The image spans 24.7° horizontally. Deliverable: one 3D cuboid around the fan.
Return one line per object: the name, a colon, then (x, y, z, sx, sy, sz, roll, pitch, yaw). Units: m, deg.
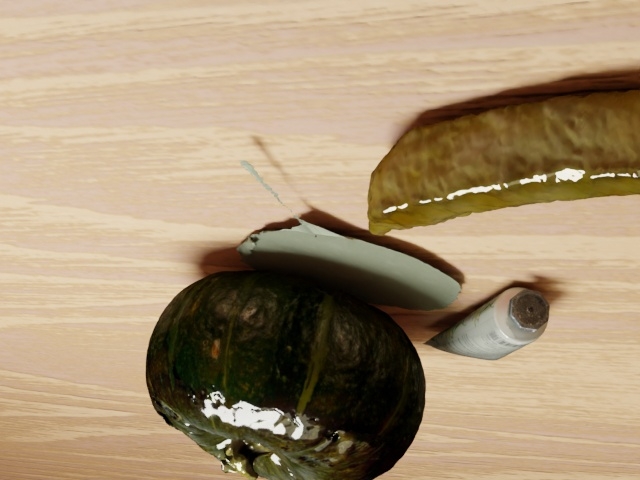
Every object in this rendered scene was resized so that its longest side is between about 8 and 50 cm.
fan: (0.000, -0.001, 1.061, 0.182, 0.010, 0.310, 6, 162, 20)

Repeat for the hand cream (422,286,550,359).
hand cream: (0.135, 0.070, 1.143, 0.067, 0.042, 0.194, 7, 167, -9)

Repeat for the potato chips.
potato chips: (0.172, -0.045, 0.764, 0.407, 0.057, 0.080, -3, 162, 39)

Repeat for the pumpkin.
pumpkin: (-0.029, 0.119, 1.184, 0.238, 0.159, 0.238, 17, 168, 4)
